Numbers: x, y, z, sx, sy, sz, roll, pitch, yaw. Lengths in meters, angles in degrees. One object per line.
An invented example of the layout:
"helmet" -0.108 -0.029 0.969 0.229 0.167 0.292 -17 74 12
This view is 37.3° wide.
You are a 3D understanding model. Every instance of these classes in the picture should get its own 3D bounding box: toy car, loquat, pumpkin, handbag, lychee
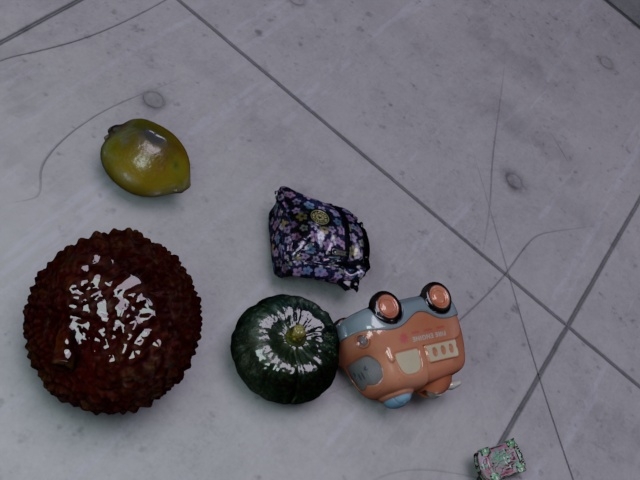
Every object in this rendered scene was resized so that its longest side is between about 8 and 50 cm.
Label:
"toy car" 0.159 0.217 1.868 0.271 0.180 0.212 -7 70 -33
"toy car" 0.352 0.440 1.881 0.142 0.055 0.069 -4 67 -42
"loquat" -0.344 -0.159 1.891 0.195 0.152 0.152 37 47 -10
"pumpkin" -0.061 0.200 1.764 0.212 0.152 0.211 4 71 -10
"handbag" 0.000 0.000 1.967 0.208 0.127 0.228 10 45 -21
"lychee" -0.342 0.137 1.583 0.306 0.306 0.330 45 23 8
